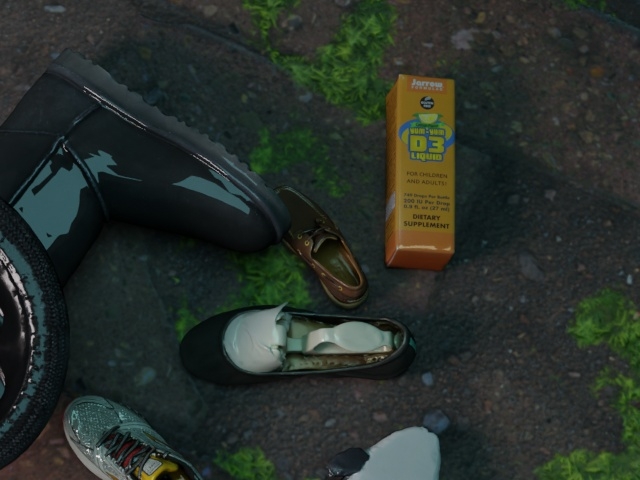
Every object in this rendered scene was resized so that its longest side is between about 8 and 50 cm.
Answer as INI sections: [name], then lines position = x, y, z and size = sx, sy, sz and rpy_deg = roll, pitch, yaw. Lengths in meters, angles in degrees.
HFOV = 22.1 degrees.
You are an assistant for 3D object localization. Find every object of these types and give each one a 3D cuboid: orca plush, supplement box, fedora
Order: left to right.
[fedora]
position = -0.417, 0.096, 1.727
size = 0.334, 0.152, 0.334
rpy_deg = 1, 84, -7
[orca plush]
position = 0.056, 0.340, 1.845
size = 0.151, 0.102, 0.287
rpy_deg = 20, 50, -8
[supplement box]
position = 0.122, -0.084, 2.009
size = 0.078, 0.080, 0.233
rpy_deg = 3, 69, -7

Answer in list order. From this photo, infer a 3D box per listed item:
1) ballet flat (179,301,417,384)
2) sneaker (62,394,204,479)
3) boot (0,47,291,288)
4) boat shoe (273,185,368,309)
[ballet flat]
position = -0.024, 0.114, 1.916
size = 0.280, 0.096, 0.095
rpy_deg = -2, 72, -6
[sneaker]
position = -0.197, 0.250, 1.854
size = 0.225, 0.093, 0.088
rpy_deg = 37, 72, 8
[boot]
position = -0.303, 0.042, 1.884
size = 0.367, 0.146, 0.445
rpy_deg = 33, 68, 14
[boat shoe]
position = 0.000, 0.001, 1.975
size = 0.064, 0.060, 0.178
rpy_deg = -34, 78, -15
